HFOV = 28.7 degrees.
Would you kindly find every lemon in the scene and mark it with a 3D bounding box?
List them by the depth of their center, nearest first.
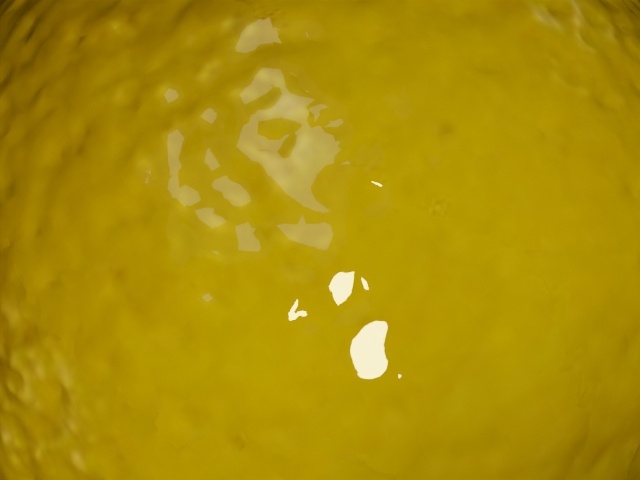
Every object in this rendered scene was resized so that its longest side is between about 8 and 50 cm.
[{"bbox_3d":[0.000,-0.001,0.504,0.336,0.336,0.336,-7,51,9],"label":"lemon"}]
